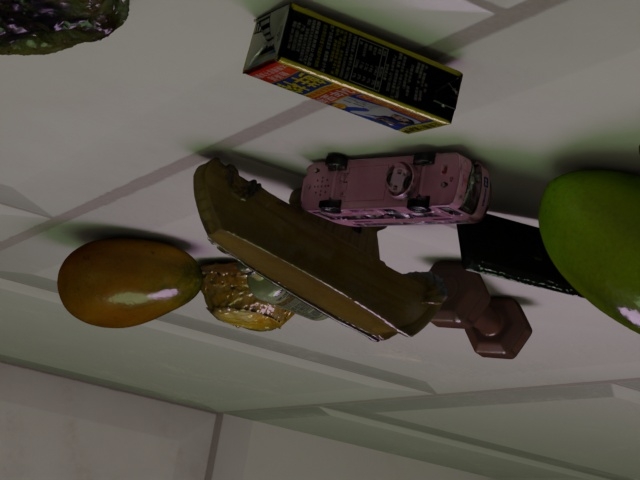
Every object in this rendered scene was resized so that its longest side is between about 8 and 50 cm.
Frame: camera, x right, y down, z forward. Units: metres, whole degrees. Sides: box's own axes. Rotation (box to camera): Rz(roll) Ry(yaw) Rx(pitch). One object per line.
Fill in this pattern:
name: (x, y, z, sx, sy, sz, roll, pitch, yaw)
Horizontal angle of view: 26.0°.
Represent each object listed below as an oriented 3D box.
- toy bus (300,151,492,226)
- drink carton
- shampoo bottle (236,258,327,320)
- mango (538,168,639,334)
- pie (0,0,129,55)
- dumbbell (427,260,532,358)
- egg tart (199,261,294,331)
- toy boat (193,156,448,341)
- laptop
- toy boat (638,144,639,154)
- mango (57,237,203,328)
toy bus: (0.076, -0.051, 1.412, 0.203, 0.063, 0.090, -1, 165, 42)
drink carton: (0.028, -0.139, 1.128, 0.165, 0.056, 0.071, 17, 172, -26)
shampoo bottle: (-0.047, 0.050, 1.832, 0.079, 0.079, 0.162, -5, 159, 45)
mango: (0.340, 0.025, 1.310, 0.273, 0.149, 0.185, 14, -152, -10)
pie: (-0.291, -0.205, 1.059, 0.323, 0.071, 0.323, 8, 166, 2)
dumbbell: (0.205, 0.094, 1.829, 0.082, 0.092, 0.231, 33, 180, 32)
egg tart: (-0.102, 0.083, 2.011, 0.191, 0.074, 0.191, 9, 163, 3)
toy boat: (0.000, 0.000, 1.543, 0.321, 0.121, 0.089, 31, 158, -20)
laptop: (0.207, 0.007, 1.437, 0.135, 0.016, 0.197, 14, -162, -3)
toy boat: (0.345, -0.074, 1.174, 0.149, 0.049, 0.047, 10, 166, -1)
mango: (-0.270, 0.056, 1.928, 0.221, 0.120, 0.151, -12, 158, 39)
